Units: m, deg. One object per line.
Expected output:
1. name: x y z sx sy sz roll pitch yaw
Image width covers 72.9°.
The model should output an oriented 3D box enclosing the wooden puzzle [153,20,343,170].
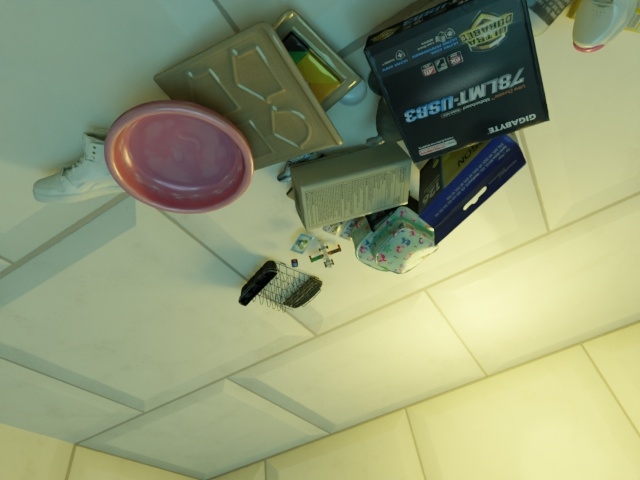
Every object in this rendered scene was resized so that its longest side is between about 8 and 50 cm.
1. wooden puzzle: -0.158 -0.315 1.010 0.348 0.080 0.322 -7 141 31

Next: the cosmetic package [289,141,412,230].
1. cosmetic package: 0.084 -0.153 1.199 0.310 0.113 0.160 -16 135 -11

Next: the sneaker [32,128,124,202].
1. sneaker: -0.583 -0.196 1.080 0.293 0.108 0.169 -13 135 -12

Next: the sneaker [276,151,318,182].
1. sneaker: -0.074 -0.216 1.194 0.135 0.052 0.058 -38 123 13

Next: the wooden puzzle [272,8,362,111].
1. wooden puzzle: -0.058 -0.374 1.009 0.239 0.044 0.221 31 132 -33

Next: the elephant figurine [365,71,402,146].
1. elephant figurine: 0.195 -0.369 1.036 0.169 0.186 0.239 13 138 41

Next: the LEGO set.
1. LEGO set: 0.000 0.000 1.435 0.183 0.060 0.244 20 116 -27

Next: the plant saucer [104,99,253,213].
1. plant saucer: -0.327 -0.200 1.033 0.333 0.084 0.332 -4 141 -3

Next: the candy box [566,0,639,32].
1. candy box: 0.689 -0.555 1.007 0.206 0.027 0.105 4 129 -14

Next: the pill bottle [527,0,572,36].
1. pill bottle: 0.422 -0.541 0.845 0.204 0.204 0.361 20 128 -27

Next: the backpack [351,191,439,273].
1. backpack: 0.230 -0.008 1.368 0.225 0.191 0.253 26 130 -33

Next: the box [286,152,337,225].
1. box: 0.026 -0.145 1.285 0.201 0.021 0.164 31 115 -34

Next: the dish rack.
1. dish rack: -0.133 0.181 1.559 0.272 0.074 0.208 25 126 -31

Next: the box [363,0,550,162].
1. box: 0.281 -0.328 0.887 0.296 0.073 0.293 -13 129 27

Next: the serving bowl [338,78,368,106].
1. serving bowl: 0.075 -0.373 1.068 0.084 0.027 0.083 2 140 2

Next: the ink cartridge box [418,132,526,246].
1. ink cartridge box: 0.359 -0.186 1.101 0.072 0.307 0.303 29 131 -11

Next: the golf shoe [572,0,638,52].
1. golf shoe: 0.605 -0.548 0.880 0.140 0.115 0.306 4 115 -50
